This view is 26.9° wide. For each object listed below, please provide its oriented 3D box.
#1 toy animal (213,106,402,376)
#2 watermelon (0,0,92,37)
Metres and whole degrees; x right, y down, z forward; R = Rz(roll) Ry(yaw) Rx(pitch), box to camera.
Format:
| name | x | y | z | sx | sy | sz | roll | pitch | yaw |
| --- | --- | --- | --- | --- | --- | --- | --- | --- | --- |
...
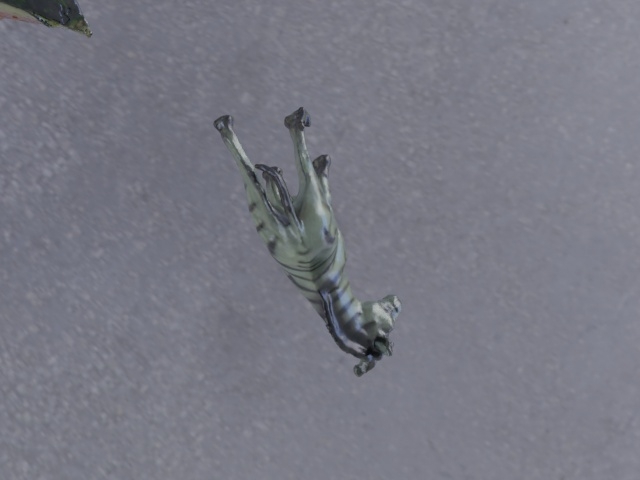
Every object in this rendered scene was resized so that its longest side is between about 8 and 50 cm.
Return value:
| name | x | y | z | sx | sy | sz | roll | pitch | yaw |
| --- | --- | --- | --- | --- | --- | --- | --- | --- | --- |
| toy animal | -0.005 | 0.002 | 1.035 | 0.073 | 0.176 | 0.217 | -23 | 157 | 8 |
| watermelon | -0.244 | -0.174 | 0.812 | 0.063 | 0.245 | 0.119 | -58 | 146 | -19 |
